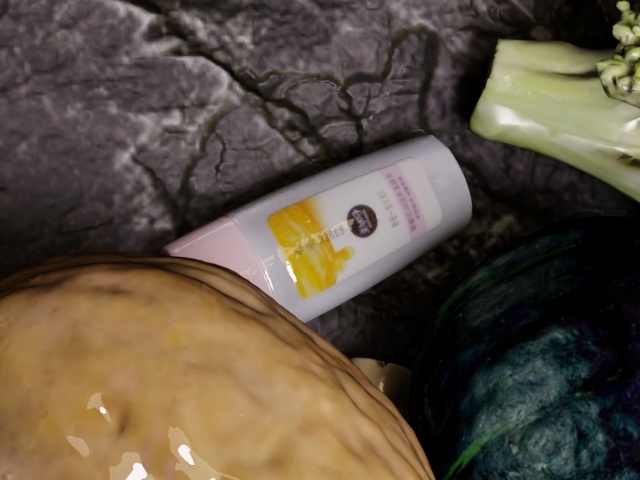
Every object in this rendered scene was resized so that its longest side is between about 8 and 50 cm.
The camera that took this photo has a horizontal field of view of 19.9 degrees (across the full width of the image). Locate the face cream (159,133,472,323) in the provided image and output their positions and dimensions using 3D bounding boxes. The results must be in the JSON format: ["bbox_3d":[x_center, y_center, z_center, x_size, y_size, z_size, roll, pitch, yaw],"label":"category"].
[{"bbox_3d":[0.000,0.000,1.150,0.198,0.057,0.084,-27,95,-22],"label":"face cream"}]

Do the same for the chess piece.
[{"bbox_3d":[0.027,0.137,1.149,0.066,0.066,0.122,16,76,-20],"label":"chess piece"}]

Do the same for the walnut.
[{"bbox_3d":[-0.081,0.176,0.981,0.344,0.306,0.306,34,74,-13],"label":"walnut"}]

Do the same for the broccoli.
[{"bbox_3d":[0.219,-0.072,1.184,0.243,0.263,0.247,10,114,7],"label":"broccoli"}]

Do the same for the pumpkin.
[{"bbox_3d":[0.172,0.150,1.094,0.238,0.315,0.315,-24,96,11],"label":"pumpkin"}]
